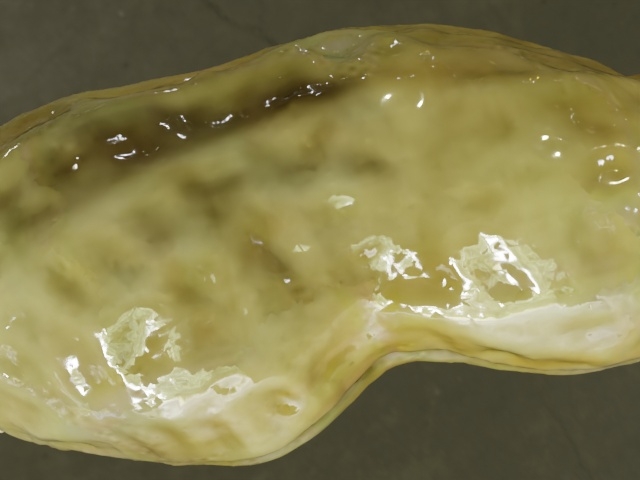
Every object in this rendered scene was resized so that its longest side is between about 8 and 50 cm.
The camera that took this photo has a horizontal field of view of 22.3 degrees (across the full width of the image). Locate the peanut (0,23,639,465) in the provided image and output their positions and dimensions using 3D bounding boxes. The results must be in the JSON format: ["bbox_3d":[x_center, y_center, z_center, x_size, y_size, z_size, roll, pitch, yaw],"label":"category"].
[{"bbox_3d":[0.000,0.000,0.581,0.306,0.147,0.147,-16,53,2],"label":"peanut"}]
